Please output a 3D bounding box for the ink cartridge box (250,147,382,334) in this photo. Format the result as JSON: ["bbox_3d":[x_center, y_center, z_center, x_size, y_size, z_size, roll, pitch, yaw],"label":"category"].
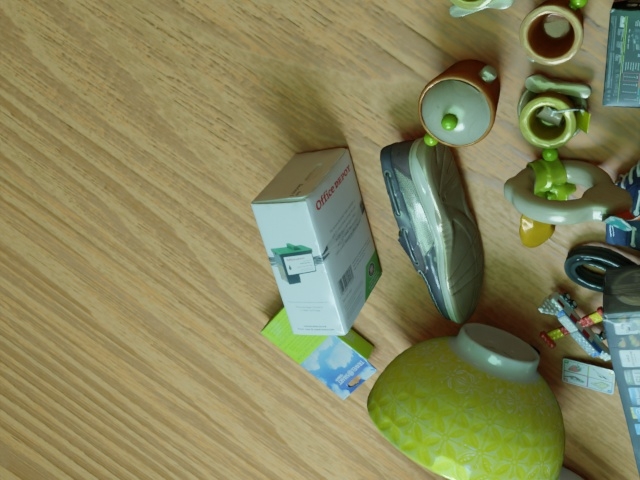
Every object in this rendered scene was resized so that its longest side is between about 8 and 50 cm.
[{"bbox_3d":[0.000,0.000,1.285,0.093,0.160,0.219,-3,119,27],"label":"ink cartridge box"}]

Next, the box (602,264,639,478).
[{"bbox_3d":[0.543,0.185,1.127,0.318,0.097,0.394,-4,130,25],"label":"box"}]

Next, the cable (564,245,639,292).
[{"bbox_3d":[0.471,0.056,1.183,0.287,0.072,0.139,9,143,35],"label":"cable"}]

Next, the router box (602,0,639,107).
[{"bbox_3d":[0.376,-0.212,1.040,0.092,0.038,0.122,9,125,21],"label":"router box"}]

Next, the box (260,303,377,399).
[{"bbox_3d":[0.002,0.168,1.472,0.178,0.042,0.109,39,130,-3],"label":"box"}]

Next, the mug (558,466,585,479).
[{"bbox_3d":[0.240,0.530,1.370,0.374,0.328,0.276,-20,93,30],"label":"mug"}]

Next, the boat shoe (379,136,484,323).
[{"bbox_3d":[0.152,-0.014,1.248,0.092,0.103,0.285,6,128,38],"label":"boat shoe"}]

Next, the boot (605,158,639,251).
[{"bbox_3d":[0.392,-0.070,1.111,0.086,0.069,0.189,14,120,37],"label":"boot"}]

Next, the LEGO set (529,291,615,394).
[{"bbox_3d":[0.392,0.163,1.258,0.244,0.060,0.182,13,132,27],"label":"LEGO set"}]

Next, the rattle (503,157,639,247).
[{"bbox_3d":[0.322,-0.013,1.116,0.200,0.130,0.142,27,121,40],"label":"rattle"}]

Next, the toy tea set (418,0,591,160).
[{"bbox_3d":[0.213,-0.237,1.046,0.200,0.124,0.336,9,125,20],"label":"toy tea set"}]

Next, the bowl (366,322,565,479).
[{"bbox_3d":[0.223,0.209,1.271,0.290,0.289,0.156,22,106,11],"label":"bowl"}]
